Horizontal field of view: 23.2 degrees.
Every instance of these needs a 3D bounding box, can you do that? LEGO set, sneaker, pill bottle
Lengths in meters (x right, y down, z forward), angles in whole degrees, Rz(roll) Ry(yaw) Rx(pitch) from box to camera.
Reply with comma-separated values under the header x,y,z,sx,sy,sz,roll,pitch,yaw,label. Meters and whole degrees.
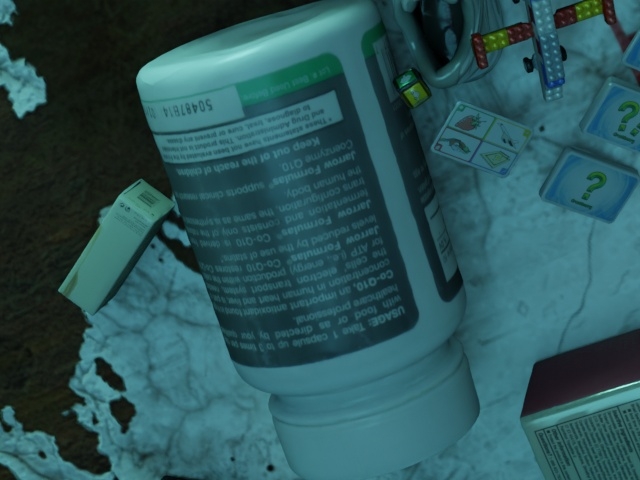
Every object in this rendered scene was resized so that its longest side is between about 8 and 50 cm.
x,y,z,sx,sy,sz,roll,pitch,yaw,label
0.184,-0.114,1.213,0.244,0.060,0.182,19,115,-25,LEGO set
0.090,-0.227,1.219,0.090,0.115,0.232,-12,105,19,sneaker
0.000,0.000,1.273,0.204,0.204,0.361,-13,104,18,pill bottle

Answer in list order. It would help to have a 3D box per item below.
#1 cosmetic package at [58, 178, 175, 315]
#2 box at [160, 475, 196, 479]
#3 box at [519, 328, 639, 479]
x,y,z,sx,sy,sz,roll,pitch,yaw,label
-0.183,0.006,1.399,0.041,0.060,0.115,36,112,1,cosmetic package
-0.043,0.373,1.339,0.313,0.343,0.179,8,110,11,box
0.302,0.152,1.293,0.232,0.127,0.148,-20,103,19,box
